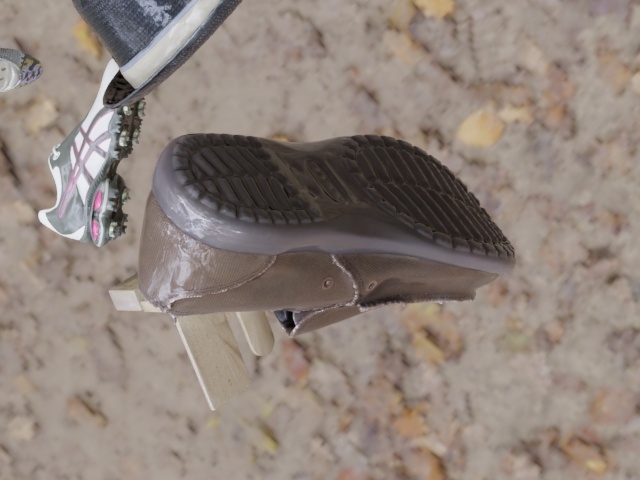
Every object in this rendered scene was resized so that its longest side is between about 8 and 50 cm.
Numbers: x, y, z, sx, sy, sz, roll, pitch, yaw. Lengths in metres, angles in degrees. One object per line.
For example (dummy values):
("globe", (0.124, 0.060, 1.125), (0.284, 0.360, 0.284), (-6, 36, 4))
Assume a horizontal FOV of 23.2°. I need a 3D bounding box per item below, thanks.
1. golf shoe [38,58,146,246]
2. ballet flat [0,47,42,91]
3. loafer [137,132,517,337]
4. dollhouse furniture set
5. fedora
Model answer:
("golf shoe", (-0.314, -0.131, 2.142), (0.120, 0.105, 0.273), (12, 93, 10))
("ballet flat", (-0.270, -0.132, 1.213), (0.041, 0.114, 0.041), (-23, 63, 56))
("loafer", (0.000, 0.000, 1.184), (0.130, 0.365, 0.134), (-53, 51, 28))
("dollhouse furniture set", (-0.130, 0.088, 1.661), (0.151, 0.144, 0.123), (-2, 114, 49))
("fedora", (-0.184, -0.312, 1.821), (0.152, 0.334, 0.334), (41, 136, -15))
